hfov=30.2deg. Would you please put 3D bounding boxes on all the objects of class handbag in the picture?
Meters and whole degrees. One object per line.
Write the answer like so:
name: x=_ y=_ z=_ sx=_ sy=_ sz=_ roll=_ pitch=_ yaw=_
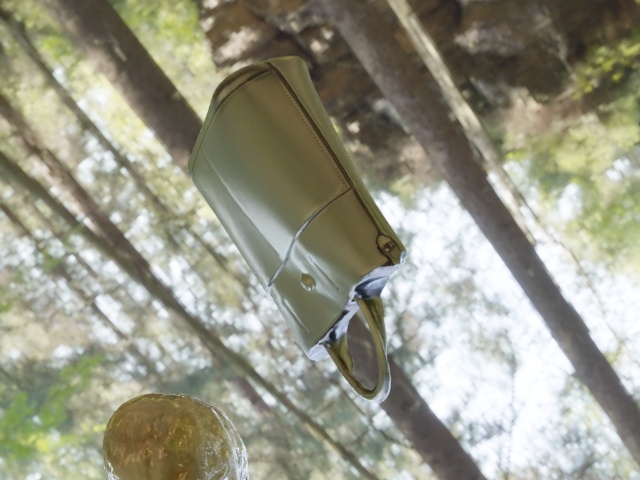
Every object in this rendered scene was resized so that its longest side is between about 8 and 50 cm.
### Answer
handbag: x=0.000 y=0.000 z=1.103 sx=0.109 sy=0.315 sz=0.241 roll=-26 pitch=164 yaw=-26

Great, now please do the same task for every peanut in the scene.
peanut: x=-0.143 y=0.277 z=1.289 sx=0.152 sy=0.313 sz=0.152 roll=-7 pitch=-141 yaw=6
